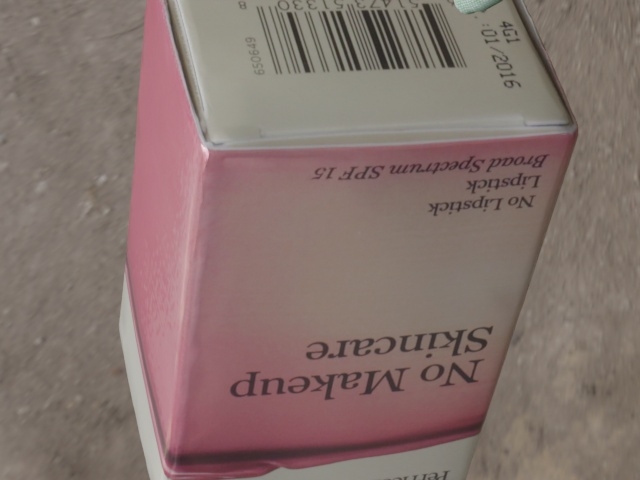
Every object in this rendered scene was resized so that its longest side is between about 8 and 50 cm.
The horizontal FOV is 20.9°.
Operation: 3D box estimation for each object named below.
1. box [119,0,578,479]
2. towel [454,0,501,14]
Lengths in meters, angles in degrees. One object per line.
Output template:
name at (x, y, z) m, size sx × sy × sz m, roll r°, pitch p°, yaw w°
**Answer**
box at (0.000, 0.000, 0.741) m, size 0.149 × 0.126 × 0.232 m, roll -4°, pitch 137°, yaw -14°
towel at (0.147, -0.211, 0.501) m, size 0.038 × 0.325 × 0.247 m, roll 25°, pitch 77°, yaw -17°
